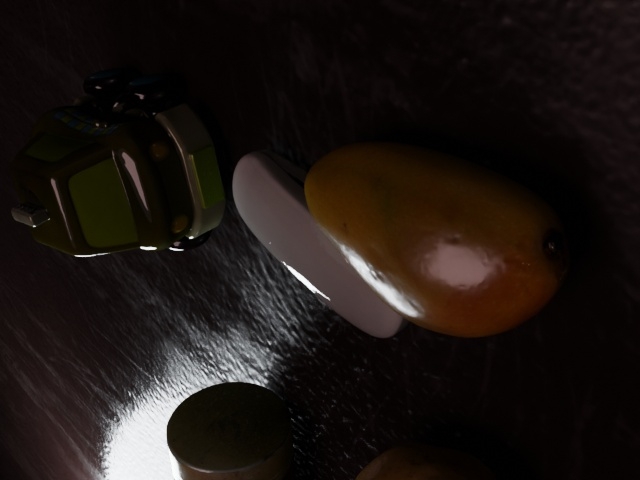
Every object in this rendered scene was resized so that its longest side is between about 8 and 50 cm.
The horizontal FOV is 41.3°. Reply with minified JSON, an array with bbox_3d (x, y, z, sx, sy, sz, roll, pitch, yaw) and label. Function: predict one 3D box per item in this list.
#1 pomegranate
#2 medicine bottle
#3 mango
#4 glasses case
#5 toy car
[{"bbox_3d":[0.097,0.286,0.795,0.196,0.196,0.196,28,133,36],"label":"pomegranate"},{"bbox_3d":[-0.103,0.353,1.093,0.151,0.151,0.323,26,131,38],"label":"medicine bottle"},{"bbox_3d":[0.079,-0.005,0.674,0.253,0.113,0.139,25,130,41],"label":"mango"},{"bbox_3d":[0.000,0.000,0.814,0.233,0.059,0.092,39,140,25],"label":"glasses case"},{"bbox_3d":[-0.248,-0.067,0.945,0.247,0.198,0.204,17,126,44],"label":"toy car"}]
